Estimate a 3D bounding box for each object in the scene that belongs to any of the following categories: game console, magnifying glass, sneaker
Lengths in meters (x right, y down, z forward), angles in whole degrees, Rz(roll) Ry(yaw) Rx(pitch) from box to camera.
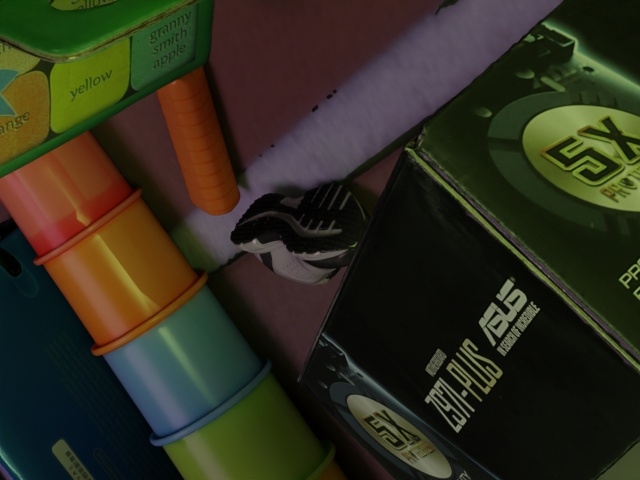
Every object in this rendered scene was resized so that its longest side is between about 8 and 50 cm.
[{"bbox_3d":[-0.146,0.133,1.141,0.173,0.250,0.293,-30,101,40],"label":"game console"},{"bbox_3d":[-0.075,-0.101,0.826,0.092,0.026,0.231,31,152,37],"label":"magnifying glass"},{"bbox_3d":[0.000,0.000,0.837,0.044,0.040,0.109,41,165,-22],"label":"sneaker"}]

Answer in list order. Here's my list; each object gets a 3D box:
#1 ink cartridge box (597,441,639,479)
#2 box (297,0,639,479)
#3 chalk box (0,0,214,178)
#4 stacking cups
[{"bbox_3d":[0.126,0.178,0.519,0.129,0.307,0.223,3,128,60],"label":"ink cartridge box"},{"bbox_3d":[0.092,-0.020,0.445,0.077,0.180,0.147,44,157,10],"label":"box"},{"bbox_3d":[-0.152,-0.137,0.673,0.289,0.180,0.179,38,142,29],"label":"chalk box"},{"bbox_3d":[-0.080,0.067,1.024,0.316,0.096,0.096,56,157,-5],"label":"stacking cups"}]
